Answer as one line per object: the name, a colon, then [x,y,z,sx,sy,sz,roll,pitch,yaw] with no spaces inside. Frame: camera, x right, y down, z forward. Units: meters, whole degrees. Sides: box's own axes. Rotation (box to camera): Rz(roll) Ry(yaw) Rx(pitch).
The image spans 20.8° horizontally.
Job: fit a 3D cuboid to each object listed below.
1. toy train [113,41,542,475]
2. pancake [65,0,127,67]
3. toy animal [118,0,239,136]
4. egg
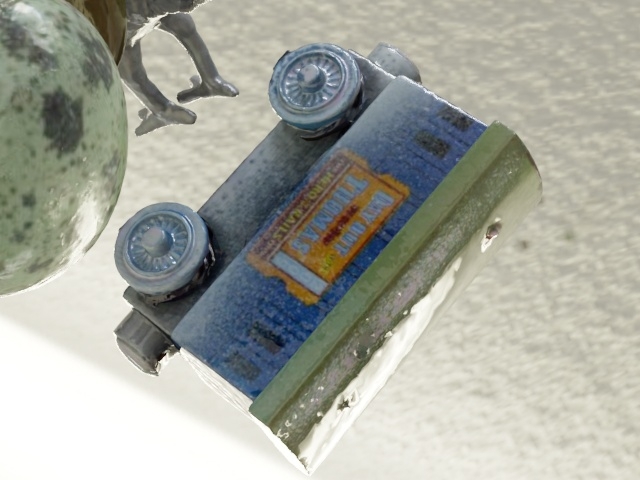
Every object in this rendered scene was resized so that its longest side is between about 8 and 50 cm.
toy train: [0.000,0.000,1.222,0.202,0.131,0.299,35,-102,28]
pancake: [-0.219,-0.113,1.017,0.050,0.242,0.241,40,-62,53]
toy animal: [-0.129,-0.156,1.198,0.367,0.081,0.205,30,-25,43]
egg: [-0.160,-0.049,0.864,0.132,0.132,0.172,44,-50,19]
